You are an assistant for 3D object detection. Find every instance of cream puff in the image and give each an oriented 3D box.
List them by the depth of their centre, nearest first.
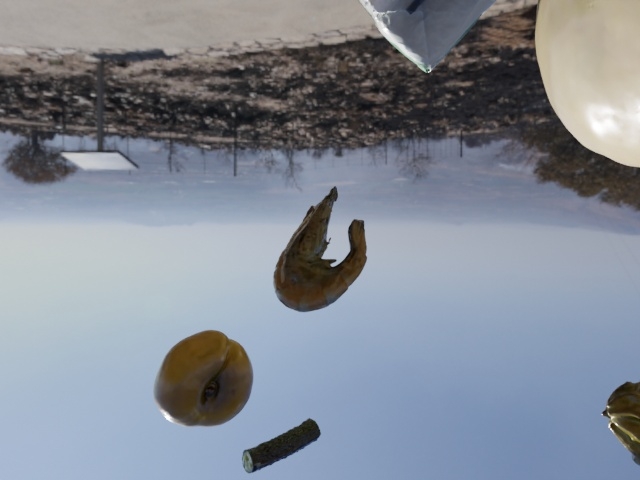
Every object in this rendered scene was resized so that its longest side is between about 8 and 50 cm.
[{"bbox_3d":[0.397,0.193,0.585,0.146,0.116,0.146,-41,176,-3],"label":"cream puff"}]

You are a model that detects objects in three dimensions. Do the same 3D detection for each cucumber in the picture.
[{"bbox_3d":[-0.087,0.464,1.172,0.187,0.058,0.058,-14,-171,-34],"label":"cucumber"}]

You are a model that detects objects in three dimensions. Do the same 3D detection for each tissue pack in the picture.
[{"bbox_3d":[0.167,-0.502,0.897,0.194,0.266,0.356,26,-150,-35],"label":"tissue pack"}]

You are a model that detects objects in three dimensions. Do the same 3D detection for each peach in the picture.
[{"bbox_3d":[-0.201,0.245,0.915,0.179,0.179,0.103,-1,-168,-36],"label":"peach"}]

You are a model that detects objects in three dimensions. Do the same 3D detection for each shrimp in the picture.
[{"bbox_3d":[0.014,0.005,0.855,0.145,0.254,0.059,13,146,29],"label":"shrimp"}]

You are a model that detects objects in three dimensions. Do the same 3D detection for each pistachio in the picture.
[{"bbox_3d":[0.285,-0.202,0.402,0.229,0.321,0.238,-7,169,32],"label":"pistachio"}]
